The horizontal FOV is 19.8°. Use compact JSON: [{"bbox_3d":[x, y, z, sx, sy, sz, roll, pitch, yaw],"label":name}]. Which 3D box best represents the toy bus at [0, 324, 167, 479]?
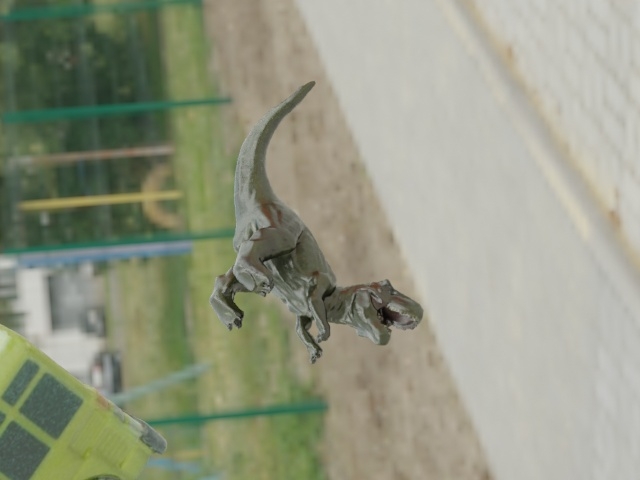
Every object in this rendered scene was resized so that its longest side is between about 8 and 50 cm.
[{"bbox_3d":[-0.142,0.107,0.588,0.088,0.175,0.101,21,162,42],"label":"toy bus"}]

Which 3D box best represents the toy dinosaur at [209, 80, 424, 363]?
[{"bbox_3d":[0.000,0.000,1.400,0.179,0.187,0.087,-55,4,-36],"label":"toy dinosaur"}]
